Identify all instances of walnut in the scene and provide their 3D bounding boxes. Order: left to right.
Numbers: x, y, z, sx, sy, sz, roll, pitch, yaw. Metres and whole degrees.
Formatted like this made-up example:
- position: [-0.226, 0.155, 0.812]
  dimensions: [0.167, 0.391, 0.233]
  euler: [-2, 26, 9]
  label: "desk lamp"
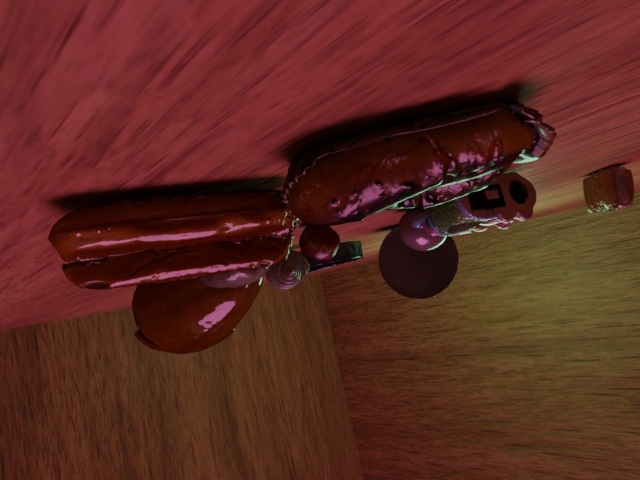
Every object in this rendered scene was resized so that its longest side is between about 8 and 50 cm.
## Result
- position: [-0.232, 0.099, 0.825]
  dimensions: [0.336, 0.209, 0.208]
  euler: [-31, 165, 29]
  label: "walnut"

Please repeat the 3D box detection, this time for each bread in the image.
- position: [0.713, -0.124, 1.047]
  dimensions: [0.082, 0.106, 0.125]
  euler: [-11, 176, -3]
  label: "bread"

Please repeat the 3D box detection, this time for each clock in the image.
- position: [0.004, 0.068, 1.547]
  dimensions: [0.312, 0.062, 0.312]
  euler: [-12, 173, -2]
  label: "clock"
- position: [0.281, -0.060, 0.833]
  dimensions: [0.193, 0.100, 0.195]
  euler: [-6, 169, -20]
  label: "clock"

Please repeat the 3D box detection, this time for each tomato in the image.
- position: [0.000, 0.000, 0.876]
  dimensions: [0.087, 0.087, 0.075]
  euler: [-1, 124, -59]
  label: "tomato"

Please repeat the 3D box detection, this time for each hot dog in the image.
- position: [-0.148, -0.002, 0.484]
  dimensions: [0.268, 0.115, 0.072]
  euler: [-6, -147, -26]
  label: "hot dog"
- position: [0.094, -0.071, 0.440]
  dimensions: [0.270, 0.082, 0.162]
  euler: [-14, 175, 4]
  label: "hot dog"

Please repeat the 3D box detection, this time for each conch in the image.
- position: [-0.099, 0.073, 1.224]
  dimensions: [0.135, 0.102, 0.153]
  euler: [-22, -150, -18]
  label: "conch"

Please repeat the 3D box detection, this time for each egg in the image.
- position: [0.233, -0.027, 0.971]
  dimensions: [0.103, 0.103, 0.135]
  euler: [-18, 167, 39]
  label: "egg"

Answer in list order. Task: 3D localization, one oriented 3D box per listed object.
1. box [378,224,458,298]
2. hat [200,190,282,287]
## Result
- position: [0.295, 0.059, 1.283]
  dimensions: [0.225, 0.226, 0.149]
  euler: [-14, 173, 13]
  label: "box"
- position: [-0.132, 0.016, 0.631]
  dimensions: [0.251, 0.110, 0.252]
  euler: [-13, 174, -1]
  label: "hat"
